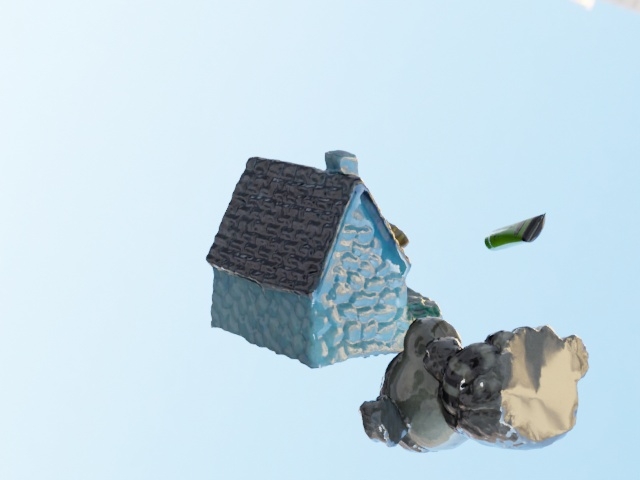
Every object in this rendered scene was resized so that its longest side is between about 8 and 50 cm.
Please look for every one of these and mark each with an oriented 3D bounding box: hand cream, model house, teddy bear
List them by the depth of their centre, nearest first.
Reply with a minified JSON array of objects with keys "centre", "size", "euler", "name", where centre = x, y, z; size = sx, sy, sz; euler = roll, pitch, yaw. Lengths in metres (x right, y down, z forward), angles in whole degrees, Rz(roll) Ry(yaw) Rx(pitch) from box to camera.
[{"centre":[0.130,0.150,1.517],"size":[0.251,0.171,0.144],"euler":[-10,-93,35],"name":"teddy bear"},{"centre":[0.202,-0.006,1.523],"size":[0.036,0.023,0.122],"euler":[-57,-170,-14],"name":"hand cream"},{"centre":[0.000,0.000,1.769],"size":[0.261,0.225,0.241],"euler":[15,-68,52],"name":"model house"}]
